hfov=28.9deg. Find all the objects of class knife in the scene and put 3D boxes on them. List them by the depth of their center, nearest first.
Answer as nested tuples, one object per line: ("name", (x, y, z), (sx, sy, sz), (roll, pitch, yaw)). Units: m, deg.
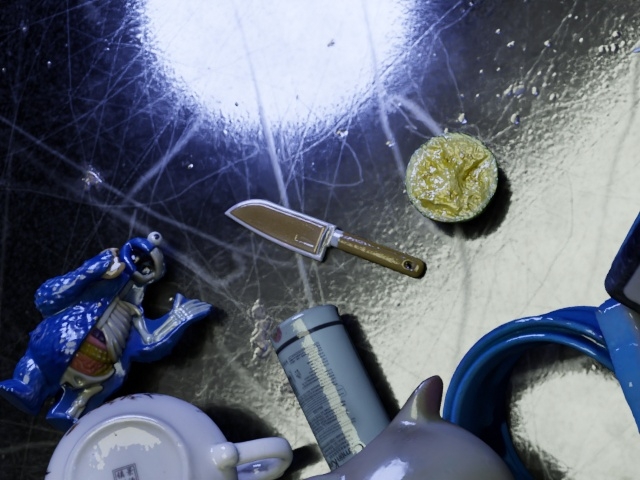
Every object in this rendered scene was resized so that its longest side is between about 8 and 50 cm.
("knife", (0.000, 0.000, 1.448), (0.256, 0.022, 0.046), (20, 90, 21))

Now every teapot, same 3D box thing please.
("teapot", (-0.174, 0.271, 1.351), (0.300, 0.166, 0.208), (-10, 53, -9))

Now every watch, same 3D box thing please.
("watch", (0.284, 0.209, 1.227), (0.274, 0.241, 0.305), (-27, 78, 28))

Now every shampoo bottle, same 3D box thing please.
("shampoo bottle", (0.034, 0.202, 1.363), (0.085, 0.085, 0.262), (-29, 72, 11))

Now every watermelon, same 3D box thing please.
("watermelon", (0.149, -0.064, 1.389), (0.105, 0.062, 0.105), (-3, 74, 11))

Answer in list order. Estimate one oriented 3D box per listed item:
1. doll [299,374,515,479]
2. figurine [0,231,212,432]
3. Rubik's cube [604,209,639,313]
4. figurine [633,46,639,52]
("doll", (0.145, 0.333, 1.116), (0.215, 0.226, 0.370), (-35, 69, -13))
("figurine", (-0.263, 0.106, 1.471), (0.164, 0.121, 0.262), (44, 73, 1))
("Rubik's cube", (0.478, -0.061, 1.066), (0.313, 0.318, 0.316), (30, 48, 10))
("figurine", (0.430, -0.235, 1.300), (0.208, 0.128, 0.183), (-22, 71, 18))
